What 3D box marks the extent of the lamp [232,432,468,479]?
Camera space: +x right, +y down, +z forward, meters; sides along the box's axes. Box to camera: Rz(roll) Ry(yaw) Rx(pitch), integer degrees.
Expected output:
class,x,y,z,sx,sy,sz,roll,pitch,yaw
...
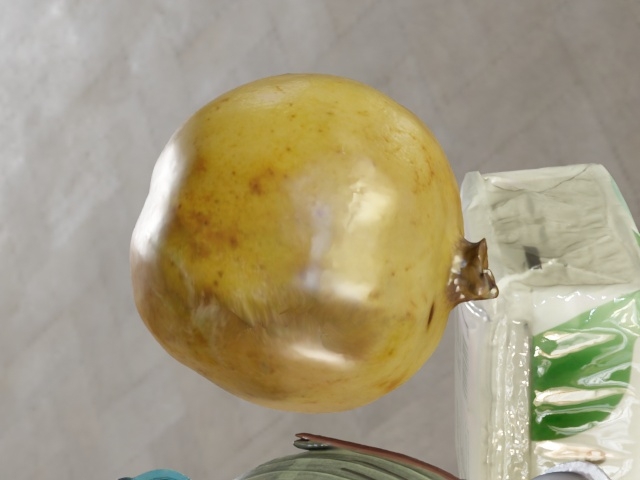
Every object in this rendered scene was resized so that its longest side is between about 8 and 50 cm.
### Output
class,x,y,z,sx,sy,sz,roll,pitch,yaw
lamp,0.023,0.243,0.957,0.265,0.233,0.233,32,108,20

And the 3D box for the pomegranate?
class,x,y,z,sx,sy,sz,roll,pitch,yaw
pomegranate,-0.019,0.003,1.328,0.307,0.307,0.307,-9,77,46

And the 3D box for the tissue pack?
class,x,y,z,sx,sy,sz,roll,pitch,yaw
tissue pack,0.238,0.130,1.638,0.266,0.194,0.356,-93,0,-60

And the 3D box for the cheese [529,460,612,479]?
class,x,y,z,sx,sy,sz,roll,pitch,yaw
cheese,0.171,0.254,1.310,0.245,0.052,0.135,-30,40,51

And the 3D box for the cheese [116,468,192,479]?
class,x,y,z,sx,sy,sz,roll,pitch,yaw
cheese,-0.097,0.266,1.287,0.256,0.037,0.106,27,81,38
